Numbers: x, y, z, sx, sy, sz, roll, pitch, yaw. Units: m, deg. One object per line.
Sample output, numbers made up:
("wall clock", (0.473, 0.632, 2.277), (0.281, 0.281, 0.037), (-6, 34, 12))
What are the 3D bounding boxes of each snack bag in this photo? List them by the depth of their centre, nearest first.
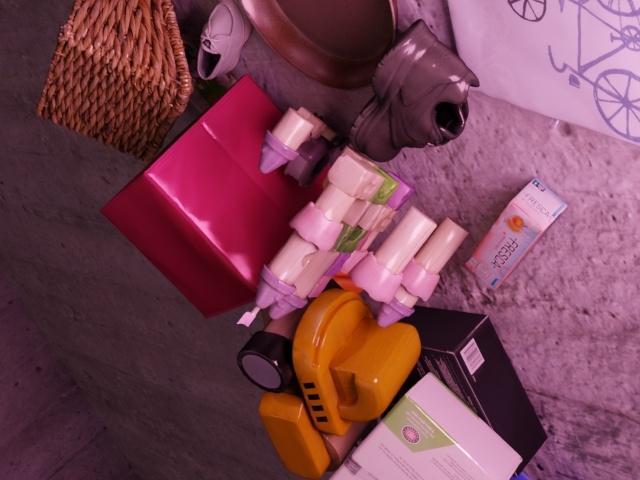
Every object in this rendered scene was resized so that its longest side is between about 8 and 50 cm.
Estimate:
("snack bag", (0.255, -0.257, 1.150), (0.342, 0.037, 0.323), (27, 146, 44))

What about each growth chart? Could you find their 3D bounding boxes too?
("growth chart", (-0.217, -0.277, 1.816), (0.237, 0.021, 0.172), (44, 151, 8))

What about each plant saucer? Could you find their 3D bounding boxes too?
("plant saucer", (-0.008, -0.344, 1.407), (0.310, 0.050, 0.311), (34, 149, 24))

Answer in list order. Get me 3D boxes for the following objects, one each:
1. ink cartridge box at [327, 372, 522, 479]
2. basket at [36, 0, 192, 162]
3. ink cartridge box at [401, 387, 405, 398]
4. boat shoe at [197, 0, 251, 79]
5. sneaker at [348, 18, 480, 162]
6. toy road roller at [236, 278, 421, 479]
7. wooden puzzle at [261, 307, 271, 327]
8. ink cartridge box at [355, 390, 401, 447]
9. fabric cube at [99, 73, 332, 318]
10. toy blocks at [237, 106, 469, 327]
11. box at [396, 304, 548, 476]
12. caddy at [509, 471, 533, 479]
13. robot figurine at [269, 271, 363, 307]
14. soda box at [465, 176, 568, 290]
("ink cartridge box", (0.145, 0.376, 1.661), (0.198, 0.115, 0.273), (43, 118, 10))
("basket", (-0.319, -0.303, 1.769), (0.223, 0.213, 0.299), (23, 152, -12))
("ink cartridge box", (0.148, 0.358, 2.033), (0.181, 0.061, 0.104), (56, 150, -12))
("boat shoe", (-0.157, -0.312, 1.640), (0.066, 0.063, 0.184), (47, 152, 4))
("sneaker", (0.121, -0.161, 1.375), (0.130, 0.109, 0.286), (38, 161, 7))
("toy road roller", (0.040, 0.226, 1.679), (0.240, 0.202, 0.330), (10, 133, 34))
("wooden puzzle", (-0.032, 0.211, 2.138), (0.238, 0.044, 0.221), (36, 150, 32))
("ink cartridge box", (0.075, 0.286, 1.956), (0.165, 0.065, 0.333), (27, 133, 44))
("fabric cube", (-0.152, -0.065, 1.717), (0.258, 0.259, 0.254), (46, 152, -10))
("toy blocks", (0.000, 0.000, 1.488), (0.309, 0.260, 0.288), (40, -169, 16))
("box", (0.231, 0.242, 1.732), (0.184, 0.103, 0.261), (2, 128, 50))
("caddy", (0.280, 0.459, 1.829), (0.241, 0.179, 0.341), (30, 168, -40))
("robot figurine", (-0.024, 0.082, 1.868), (0.219, 0.128, 0.158), (16, 137, 46))
("soda box", (0.260, -0.005, 1.426), (0.058, 0.063, 0.183), (43, 152, 10))
